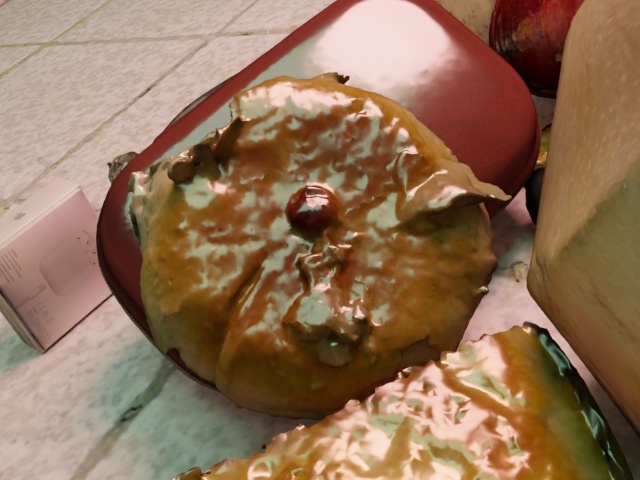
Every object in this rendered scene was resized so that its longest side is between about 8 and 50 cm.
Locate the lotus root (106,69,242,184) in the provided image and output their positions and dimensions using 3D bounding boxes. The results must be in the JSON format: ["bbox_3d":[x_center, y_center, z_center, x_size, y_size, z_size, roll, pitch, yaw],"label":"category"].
[{"bbox_3d":[-0.060,-0.109,0.863,0.350,0.175,0.175,-29,35,-5],"label":"lotus root"}]

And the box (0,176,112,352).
[{"bbox_3d":[-0.282,0.025,0.822,0.051,0.130,0.129,17,50,40],"label":"box"}]

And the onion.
[{"bbox_3d":[0.291,-0.224,0.786,0.247,0.190,0.246,8,3,0],"label":"onion"}]

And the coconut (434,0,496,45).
[{"bbox_3d":[0.257,-0.364,0.997,0.241,0.241,0.241,-14,35,10],"label":"coconut"}]

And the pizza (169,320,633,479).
[{"bbox_3d":[-0.026,0.224,0.406,0.406,0.130,0.439,0,43,12],"label":"pizza"}]

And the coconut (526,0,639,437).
[{"bbox_3d":[0.266,-0.026,0.425,0.353,0.352,0.352,-14,35,10],"label":"coconut"}]

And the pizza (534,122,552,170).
[{"bbox_3d":[0.258,-0.086,0.779,0.123,0.026,0.109,-35,40,-23],"label":"pizza"}]

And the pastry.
[{"bbox_3d":[-0.003,0.005,0.551,0.257,0.121,0.235,-31,75,-9],"label":"pastry"}]

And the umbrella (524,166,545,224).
[{"bbox_3d":[0.349,-0.090,0.664,0.358,0.106,0.113,-15,16,13],"label":"umbrella"}]

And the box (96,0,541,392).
[{"bbox_3d":[0.000,-0.053,0.693,0.404,0.108,0.263,-41,72,-11],"label":"box"}]
